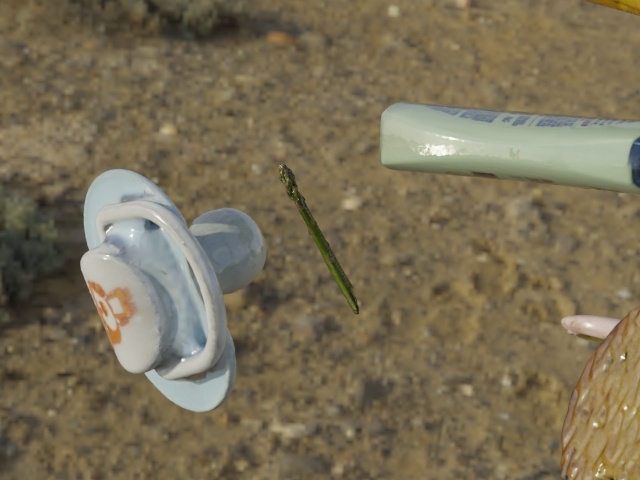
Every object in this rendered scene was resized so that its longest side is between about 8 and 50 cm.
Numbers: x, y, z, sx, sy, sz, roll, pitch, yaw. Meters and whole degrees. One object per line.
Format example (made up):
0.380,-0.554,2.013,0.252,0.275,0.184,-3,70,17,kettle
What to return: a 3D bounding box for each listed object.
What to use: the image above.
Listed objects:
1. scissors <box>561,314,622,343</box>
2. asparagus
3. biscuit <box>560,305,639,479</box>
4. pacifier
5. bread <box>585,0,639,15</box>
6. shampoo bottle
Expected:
0.313,0.091,1.219,0.160,0.024,0.317,12,-4,-5,scissors
0.000,0.000,1.176,0.016,0.166,0.013,6,42,47,asparagus
0.216,0.118,0.820,0.027,0.187,0.188,21,15,-28,biscuit
-0.136,0.039,1.453,0.207,0.278,0.227,-27,10,-40,pacifier
0.264,-0.385,1.357,0.362,0.245,0.233,24,60,31,bread
0.239,-0.094,1.412,0.360,0.078,0.134,8,10,26,shampoo bottle
